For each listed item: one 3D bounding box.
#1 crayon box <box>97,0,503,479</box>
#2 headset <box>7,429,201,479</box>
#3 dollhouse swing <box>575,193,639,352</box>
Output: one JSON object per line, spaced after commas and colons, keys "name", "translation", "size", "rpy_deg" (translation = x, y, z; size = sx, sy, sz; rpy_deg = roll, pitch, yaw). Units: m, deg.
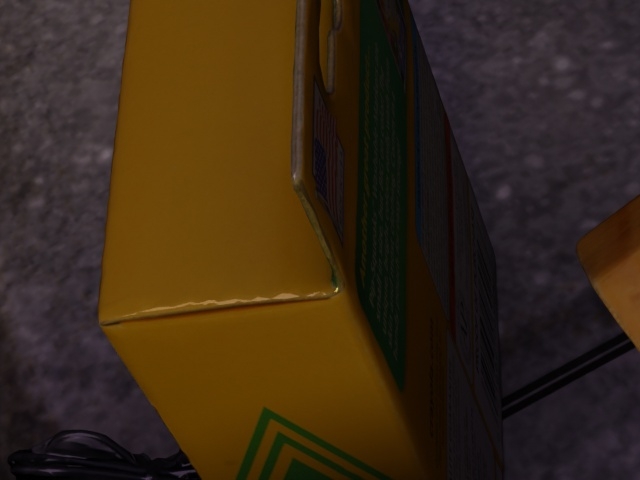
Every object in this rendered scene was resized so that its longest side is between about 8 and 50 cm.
{"name": "crayon box", "translation": [0.000, 0.000, 0.677], "size": [0.083, 0.323, 0.203], "rpy_deg": [-7, 53, 12]}
{"name": "headset", "translation": [-0.103, 0.212, 0.639], "size": [0.185, 0.243, 0.394], "rpy_deg": [10, 37, -5]}
{"name": "dollhouse swing", "translation": [0.288, 0.092, 0.534], "size": [0.315, 0.305, 0.347], "rpy_deg": [-28, 51, -3]}
